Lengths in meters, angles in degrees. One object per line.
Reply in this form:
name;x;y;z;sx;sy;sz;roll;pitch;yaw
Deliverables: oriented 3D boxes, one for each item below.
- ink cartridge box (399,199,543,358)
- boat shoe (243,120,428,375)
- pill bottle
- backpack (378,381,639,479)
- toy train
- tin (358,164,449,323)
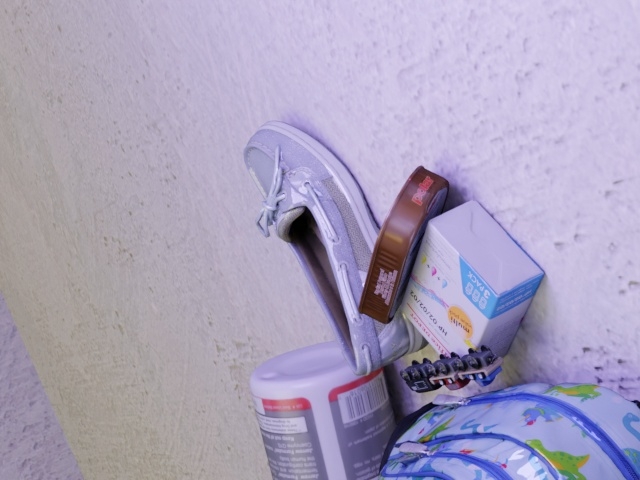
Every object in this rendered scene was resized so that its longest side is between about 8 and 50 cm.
ink cartridge box;0.140;0.061;1.171;0.104;0.061;0.181;50;150;27
boat shoe;0.000;0.002;1.334;0.320;0.103;0.118;57;152;17
pill bottle;0.022;0.276;1.432;0.161;0.161;0.283;5;110;61
backpack;0.193;0.266;1.081;0.355;0.273;0.290;-29;79;51
toy train;0.126;0.128;1.155;0.036;0.027;0.158;58;152;-4
tin;0.083;0.007;1.187;0.040;0.106;0.190;24;142;10
